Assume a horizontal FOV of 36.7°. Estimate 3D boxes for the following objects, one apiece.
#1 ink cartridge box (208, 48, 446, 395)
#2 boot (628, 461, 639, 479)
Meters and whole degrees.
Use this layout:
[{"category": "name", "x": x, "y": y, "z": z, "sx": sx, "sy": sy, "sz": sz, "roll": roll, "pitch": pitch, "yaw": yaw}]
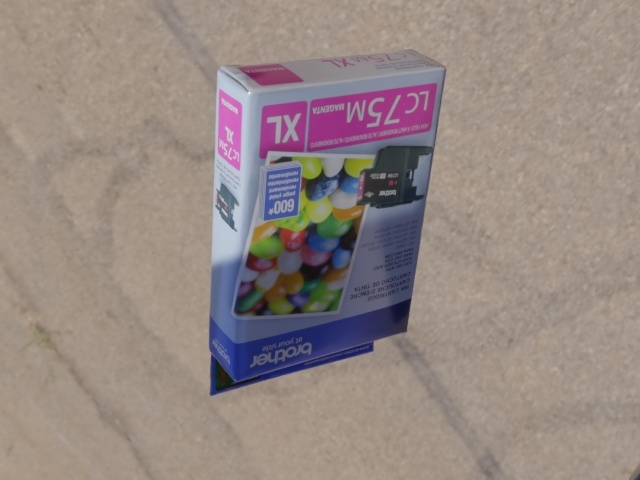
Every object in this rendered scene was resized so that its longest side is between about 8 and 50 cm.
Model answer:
[{"category": "ink cartridge box", "x": 0.000, "y": 0.000, "z": 0.823, "sx": 0.065, "sy": 0.186, "sz": 0.311, "roll": 43, "pitch": 135, "yaw": 46}, {"category": "boot", "x": 0.468, "y": 0.044, "z": 0.927, "sx": 0.146, "sy": 0.445, "sz": 0.367, "roll": 31, "pitch": 143, "yaw": 22}]
